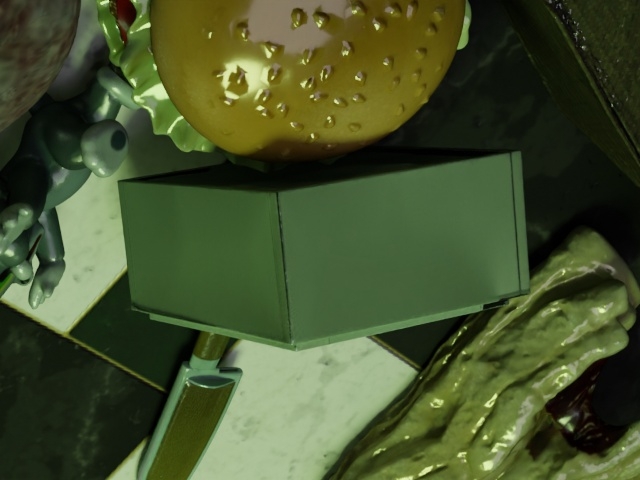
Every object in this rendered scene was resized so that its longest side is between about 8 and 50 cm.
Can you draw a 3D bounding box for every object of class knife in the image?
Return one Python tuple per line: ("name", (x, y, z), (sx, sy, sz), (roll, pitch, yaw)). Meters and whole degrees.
("knife", (-0.098, 0.126, 1.521), (0.061, 0.027, 0.343), (5, 125, -31))

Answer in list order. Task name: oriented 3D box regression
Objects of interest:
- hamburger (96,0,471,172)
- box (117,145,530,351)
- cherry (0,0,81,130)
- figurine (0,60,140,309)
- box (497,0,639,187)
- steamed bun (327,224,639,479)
("hamburger", (-0.022, -0.176, 1.226), (0.274, 0.212, 0.274), (-15, 128, -19))
("box", (0.000, 0.000, 1.322), (0.225, 0.225, 0.117), (-11, 100, -34))
("cherry", (-0.285, -0.149, 1.110), (0.230, 0.203, 0.300), (15, 123, -44))
("figurine", (-0.237, -0.036, 1.264), (0.140, 0.193, 0.265), (30, 83, -3))
("box", (0.240, -0.185, 1.384), (0.143, 0.184, 0.273), (-38, 133, 3))
("steamed bun", (0.196, 0.220, 1.670), (0.428, 0.189, 0.247), (-46, 140, 8))
